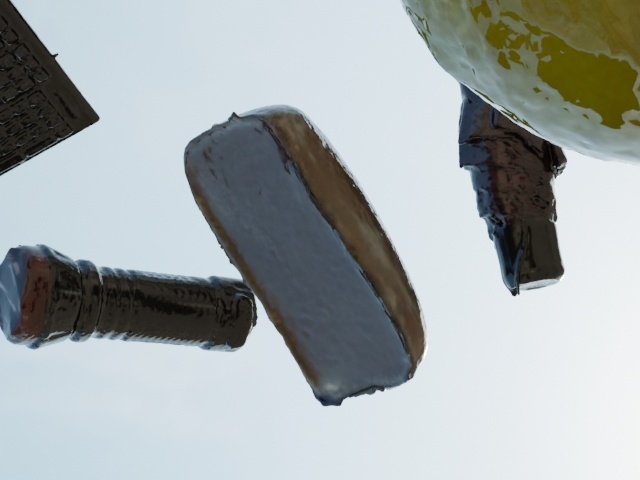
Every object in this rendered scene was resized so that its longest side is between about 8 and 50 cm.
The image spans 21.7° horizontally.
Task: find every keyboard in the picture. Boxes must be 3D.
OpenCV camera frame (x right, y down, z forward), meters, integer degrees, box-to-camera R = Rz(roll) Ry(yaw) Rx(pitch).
[{"bbox_3d":[-0.170,-0.100,0.736,0.067,0.011,0.202,-30,-41,3],"label":"keyboard"}]

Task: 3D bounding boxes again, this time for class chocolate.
[{"bbox_3d":[0.001,0.001,1.337,0.083,0.161,0.261,-37,-76,-35],"label":"chocolate"}]

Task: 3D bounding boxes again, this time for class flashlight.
[{"bbox_3d":[-0.170,0.056,1.490,0.232,0.093,0.093,6,-83,-31],"label":"flashlight"}]

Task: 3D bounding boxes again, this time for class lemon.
[{"bbox_3d":[0.154,-0.165,0.805,0.284,0.260,0.260,33,-106,-3],"label":"lemon"}]

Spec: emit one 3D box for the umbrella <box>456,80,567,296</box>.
[{"bbox_3d":[0.155,-0.113,1.435,0.090,0.094,0.326,-9,-102,-7],"label":"umbrella"}]
